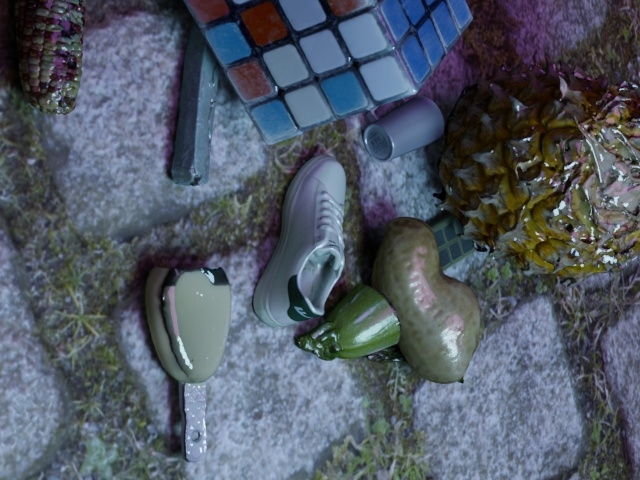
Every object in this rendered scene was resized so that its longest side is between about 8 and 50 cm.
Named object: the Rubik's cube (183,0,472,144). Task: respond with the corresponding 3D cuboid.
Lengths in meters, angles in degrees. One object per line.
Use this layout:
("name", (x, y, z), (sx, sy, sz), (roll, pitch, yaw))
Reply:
("Rubik's cube", (0.012, -0.315, 1.756), (0.256, 0.253, 0.259), (61, 36, -20))

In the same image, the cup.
("cup", (0.117, -0.178, 2.013), (0.116, 0.074, 0.104), (-28, 82, -36))

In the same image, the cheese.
("cheese", (-0.166, 0.157, 1.720), (0.127, 0.054, 0.252), (1, 87, -44))

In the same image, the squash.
("squash", (0.035, 0.136, 1.896), (0.132, 0.105, 0.105), (-33, 109, -27))

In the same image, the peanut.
("peanut", (0.153, 0.088, 1.968), (0.137, 0.122, 0.253), (-31, 94, -2))

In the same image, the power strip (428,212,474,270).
("power strip", (0.177, 0.013, 2.072), (0.169, 0.028, 0.076), (-28, 106, -41))

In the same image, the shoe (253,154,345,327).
("shoe", (0.000, 0.000, 1.853), (0.095, 0.110, 0.265), (34, 67, -35))

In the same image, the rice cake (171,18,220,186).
("rice cake", (-0.159, -0.189, 1.760), (0.042, 0.045, 0.245), (20, 72, -52))

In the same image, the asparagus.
("asparagus", (0.151, 0.186, 2.033), (0.236, 0.027, 0.034), (18, 64, -41))

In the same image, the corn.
("corn", (-0.320, -0.274, 1.591), (0.086, 0.086, 0.254), (1, 88, -43))

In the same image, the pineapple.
("pineapple", (0.361, -0.107, 1.983), (0.352, 0.300, 0.353), (-5, 101, -27))
